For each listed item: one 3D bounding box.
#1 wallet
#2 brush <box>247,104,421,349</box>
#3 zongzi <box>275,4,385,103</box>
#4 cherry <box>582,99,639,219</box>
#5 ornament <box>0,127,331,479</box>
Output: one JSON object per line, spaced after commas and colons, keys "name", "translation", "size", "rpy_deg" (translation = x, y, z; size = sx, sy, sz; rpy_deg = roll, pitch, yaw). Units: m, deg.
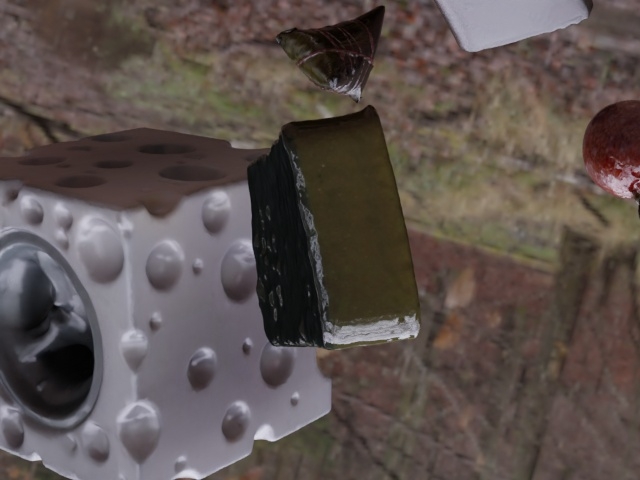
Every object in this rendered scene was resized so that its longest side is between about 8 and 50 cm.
{"name": "wallet", "translation": [0.209, -0.324, 1.443], "size": [0.182, 0.049, 0.229], "rpy_deg": [-17, 137, 19]}
{"name": "brush", "translation": [0.000, 0.000, 0.703], "size": [0.059, 0.123, 0.197], "rpy_deg": [-8, 177, -12]}
{"name": "zongzi", "translation": [0.018, -0.126, 0.902], "size": [0.083, 0.073, 0.067], "rpy_deg": [-29, -131, -30]}
{"name": "cherry", "translation": [0.327, -0.069, 1.204], "size": [0.107, 0.090, 0.225], "rpy_deg": [-2, -146, -12]}
{"name": "ornament", "translation": [-0.153, 0.047, 1.050], "size": [0.239, 0.239, 0.240], "rpy_deg": [13, -160, 39]}
